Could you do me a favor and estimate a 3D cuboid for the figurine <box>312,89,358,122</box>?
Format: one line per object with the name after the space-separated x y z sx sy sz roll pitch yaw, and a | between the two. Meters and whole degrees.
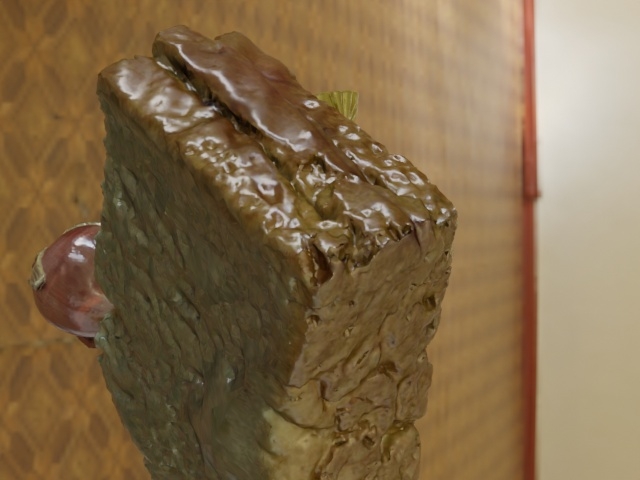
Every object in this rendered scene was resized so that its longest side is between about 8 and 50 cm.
0.002 -0.001 1.585 0.187 0.168 0.315 -15 85 -40 | figurine

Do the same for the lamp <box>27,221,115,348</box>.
-0.286 0.051 1.790 0.151 0.223 0.215 -63 174 -55 | lamp

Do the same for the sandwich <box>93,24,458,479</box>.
-0.047 0.054 0.890 0.131 0.262 0.325 -20 135 -30 | sandwich
